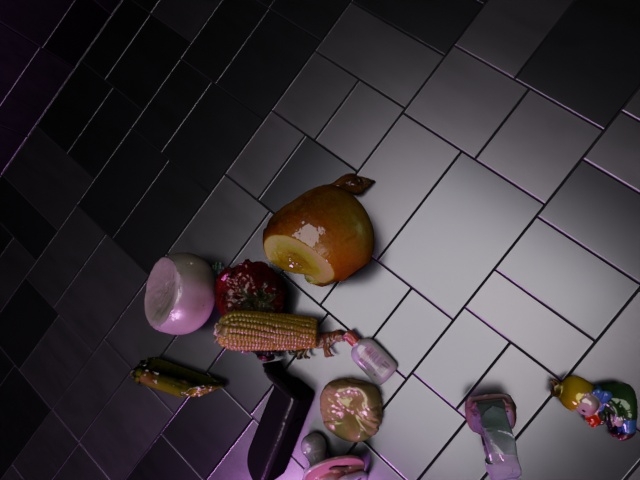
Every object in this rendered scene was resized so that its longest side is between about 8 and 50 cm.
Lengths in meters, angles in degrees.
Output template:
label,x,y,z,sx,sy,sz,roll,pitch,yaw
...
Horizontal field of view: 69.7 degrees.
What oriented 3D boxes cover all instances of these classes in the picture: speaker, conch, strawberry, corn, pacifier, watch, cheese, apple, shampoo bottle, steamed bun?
label,x,y,z,sx,sy,sz,roll,pitch,yaw
speaker,-0.173,0.664,1.690,0.184,0.180,0.389,20,88,24
conch,0.092,-0.217,1.768,0.232,0.086,0.080,-2,82,14
strawberry,-0.277,0.193,1.755,0.274,0.220,0.274,-4,105,-16
corn,-0.181,0.320,1.627,0.387,0.144,0.144,3,82,-15
pacifier,0.008,0.815,1.589,0.273,0.220,0.332,41,118,17
watch,0.549,0.615,1.417,0.161,0.253,0.241,-14,42,13
cheese,0.107,0.607,1.648,0.225,0.117,0.214,0,87,21
apple,0.000,0.000,1.631,0.383,0.374,0.374,-31,76,4
shampoo bottle,0.170,0.413,1.666,0.221,0.051,0.108,44,91,8
steamed bun,-0.537,0.209,1.806,0.324,0.206,0.325,-14,69,43

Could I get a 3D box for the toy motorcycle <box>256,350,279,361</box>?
label,x,y,z,sx,sy,sz,roll,pitch,yaw
toy motorcycle,-0.176,0.377,1.750,0.082,0.122,0.213,36,93,-14

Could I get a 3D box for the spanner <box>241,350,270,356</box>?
label,x,y,z,sx,sy,sz,roll,pitch,yaw
spanner,-0.294,0.380,1.754,0.324,0.040,0.096,13,86,46

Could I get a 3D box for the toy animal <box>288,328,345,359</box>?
label,x,y,z,sx,sy,sz,roll,pitch,yaw
toy animal,-0.010,0.395,1.739,0.241,0.057,0.099,-8,74,16

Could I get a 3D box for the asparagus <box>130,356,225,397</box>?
label,x,y,z,sx,sy,sz,roll,pitch,yaw
asparagus,-0.573,0.564,1.841,0.381,0.128,0.108,13,123,16

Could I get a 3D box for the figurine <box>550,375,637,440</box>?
label,x,y,z,sx,sy,sz,roll,pitch,yaw
figurine,0.853,0.524,1.447,0.234,0.127,0.185,0,91,6

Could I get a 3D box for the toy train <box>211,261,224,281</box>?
label,x,y,z,sx,sy,sz,roll,pitch,yaw
toy train,-0.431,0.129,1.899,0.053,0.033,0.083,7,85,20
